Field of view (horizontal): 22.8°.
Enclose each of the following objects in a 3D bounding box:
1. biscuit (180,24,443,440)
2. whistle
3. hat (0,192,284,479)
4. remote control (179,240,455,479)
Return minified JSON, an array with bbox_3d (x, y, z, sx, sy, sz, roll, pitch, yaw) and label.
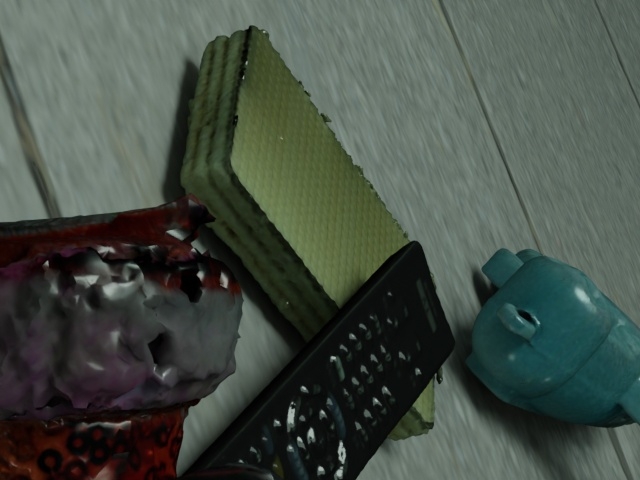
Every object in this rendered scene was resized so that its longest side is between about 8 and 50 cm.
[{"bbox_3d":[0.000,0.000,0.789,0.199,0.040,0.121,53,24,-33],"label":"biscuit"},{"bbox_3d":[0.166,0.075,1.025,0.186,0.093,0.274,46,9,27],"label":"whistle"},{"bbox_3d":[-0.087,0.095,0.439,0.140,0.129,0.227,-3,84,-24],"label":"hat"},{"bbox_3d":[0.003,0.072,0.680,0.245,0.025,0.063,-42,111,-57],"label":"remote control"}]
